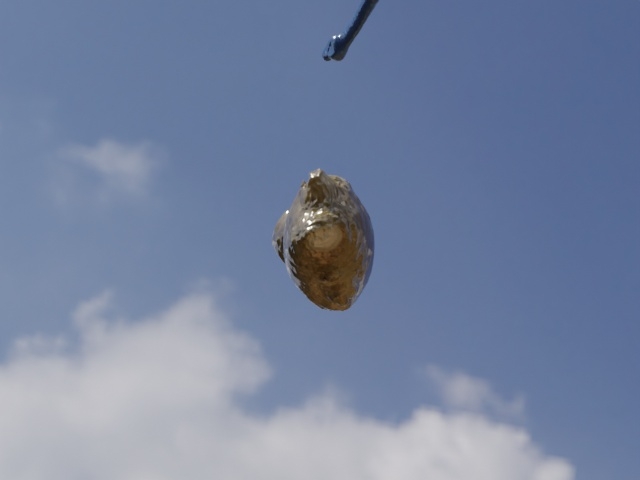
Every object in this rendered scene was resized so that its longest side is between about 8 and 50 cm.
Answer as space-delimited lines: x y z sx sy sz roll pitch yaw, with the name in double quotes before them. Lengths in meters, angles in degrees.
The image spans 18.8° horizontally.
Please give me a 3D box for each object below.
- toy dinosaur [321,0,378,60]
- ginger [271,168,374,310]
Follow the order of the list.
"toy dinosaur" 0.102 -0.268 1.570 0.076 0.144 0.329 16 -29 -39
"ginger" 0.002 0.008 1.403 0.067 0.096 0.165 -14 -9 -10
